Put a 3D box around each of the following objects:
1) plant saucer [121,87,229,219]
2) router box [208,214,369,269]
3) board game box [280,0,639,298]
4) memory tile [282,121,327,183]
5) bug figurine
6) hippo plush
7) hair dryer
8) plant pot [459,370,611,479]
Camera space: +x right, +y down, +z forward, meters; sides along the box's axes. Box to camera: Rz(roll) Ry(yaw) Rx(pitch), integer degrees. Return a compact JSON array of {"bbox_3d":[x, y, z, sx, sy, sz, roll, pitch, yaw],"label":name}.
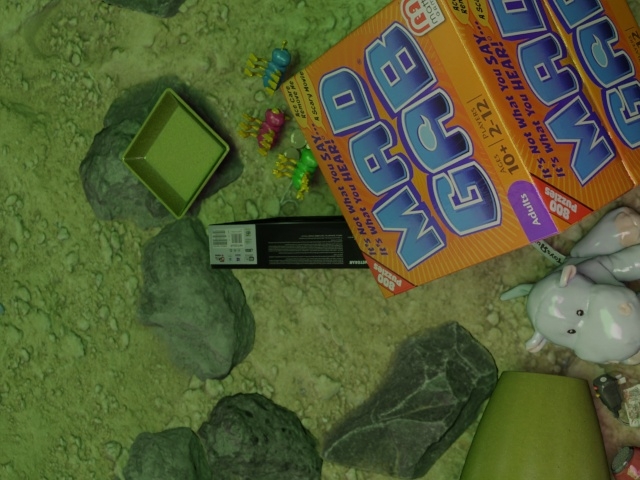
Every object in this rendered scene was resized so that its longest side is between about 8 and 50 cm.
[{"bbox_3d":[-0.276,-0.170,1.964,0.188,0.045,0.188,45,112,17],"label":"plant saucer"},{"bbox_3d":[0.000,0.000,1.725,0.308,0.243,0.081,-1,94,28],"label":"router box"},{"bbox_3d":[0.236,-0.179,1.437,0.356,0.356,0.356,-26,91,52],"label":"board game box"},{"bbox_3d":[-0.003,-0.188,1.839,0.113,0.012,0.148,29,106,22],"label":"memory tile"},{"bbox_3d":[-0.041,-0.212,1.796,0.279,0.072,0.216,47,127,27],"label":"bug figurine"},{"bbox_3d":[0.415,0.066,1.518,0.294,0.236,0.234,28,107,23],"label":"hippo plush"},{"bbox_3d":[0.559,0.324,1.542,0.223,0.080,0.294,-14,99,12],"label":"hair dryer"},{"bbox_3d":[0.344,0.362,1.592,0.274,0.275,0.294,2,79,27],"label":"plant pot"}]
